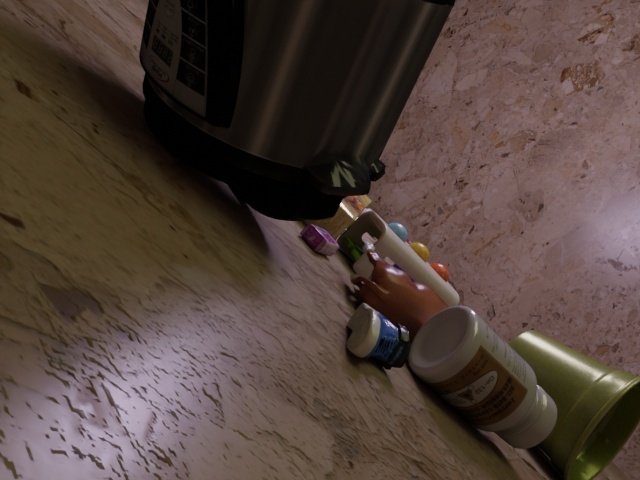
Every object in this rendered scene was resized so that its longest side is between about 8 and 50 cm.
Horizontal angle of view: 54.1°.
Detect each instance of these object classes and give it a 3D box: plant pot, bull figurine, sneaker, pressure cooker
[{"bbox_3d":[0.506,0.330,1.330,0.254,0.276,0.276,38,1,42],"label":"plant pot"},{"bbox_3d":[0.170,0.133,1.089,0.310,0.101,0.188,44,4,-27],"label":"bull figurine"},{"bbox_3d":[0.080,0.129,0.790,0.084,0.058,0.152,36,2,-2],"label":"sneaker"},{"bbox_3d":[-0.046,-0.246,0.876,0.375,0.420,0.370,23,31,-3],"label":"pressure cooker"}]

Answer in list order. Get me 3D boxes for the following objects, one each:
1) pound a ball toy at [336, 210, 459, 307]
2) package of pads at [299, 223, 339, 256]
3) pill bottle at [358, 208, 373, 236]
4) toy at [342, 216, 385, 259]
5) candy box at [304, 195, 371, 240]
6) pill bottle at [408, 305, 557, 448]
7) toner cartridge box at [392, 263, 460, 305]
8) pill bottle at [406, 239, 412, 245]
[{"bbox_3d":[0.206,0.091,1.342,0.319,0.136,0.208,40,9,-30],"label":"pound a ball toy"},{"bbox_3d":[0.000,0.000,1.126,0.050,0.032,0.083,46,8,18],"label":"package of pads"},{"bbox_3d":[0.173,-0.072,2.233,0.116,0.065,0.065,48,9,16],"label":"pill bottle"},{"bbox_3d":[0.087,-0.033,1.644,0.237,0.056,0.137,43,8,-13],"label":"toy"},{"bbox_3d":[-0.045,-0.149,1.322,0.316,0.087,0.183,45,22,1],"label":"candy box"},{"bbox_3d":[0.256,0.218,0.971,0.229,0.131,0.131,42,9,-19],"label":"pill bottle"},{"bbox_3d":[0.345,0.194,1.734,0.348,0.075,0.165,51,9,33],"label":"toner cartridge box"},{"bbox_3d":[0.290,0.048,2.148,0.152,0.086,0.086,46,8,4],"label":"pill bottle"}]
